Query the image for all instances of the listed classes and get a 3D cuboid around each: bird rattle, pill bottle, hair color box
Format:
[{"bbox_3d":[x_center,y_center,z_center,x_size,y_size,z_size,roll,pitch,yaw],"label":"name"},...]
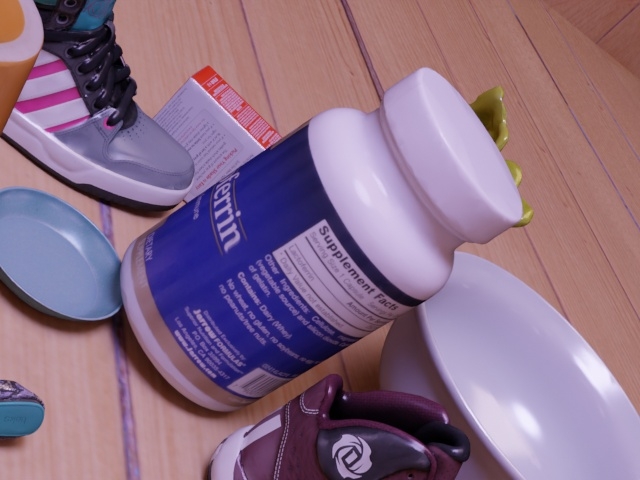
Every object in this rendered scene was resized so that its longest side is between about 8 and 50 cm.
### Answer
[{"bbox_3d":[0.081,-0.076,1.187,0.207,0.254,0.143,-33,121,-39],"label":"bird rattle"},{"bbox_3d":[0.000,0.000,0.824,0.153,0.265,0.153,47,22,-26],"label":"pill bottle"},{"bbox_3d":[-0.075,-0.062,1.025,0.167,0.093,0.053,45,25,-5],"label":"hair color box"}]

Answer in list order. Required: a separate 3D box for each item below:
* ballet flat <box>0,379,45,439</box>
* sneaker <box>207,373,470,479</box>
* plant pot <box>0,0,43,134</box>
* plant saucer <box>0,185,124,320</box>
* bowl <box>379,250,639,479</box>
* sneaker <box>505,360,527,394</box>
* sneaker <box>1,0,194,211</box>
[{"bbox_3d":[-0.211,0.095,0.654,0.114,0.041,0.041,12,42,-51],"label":"ballet flat"},{"bbox_3d":[0.063,0.208,0.760,0.281,0.162,0.106,48,25,3],"label":"sneaker"},{"bbox_3d":[-0.262,-0.084,0.649,0.205,0.188,0.205,36,27,-22],"label":"plant pot"},{"bbox_3d":[-0.191,0.014,0.814,0.119,0.021,0.119,35,28,-22],"label":"plant saucer"},{"bbox_3d":[0.150,0.164,0.992,0.298,0.134,0.297,34,29,-22],"label":"bowl"},{"bbox_3d":[0.121,0.074,1.160,0.225,0.088,0.093,47,27,23],"label":"sneaker"},{"bbox_3d":[-0.182,-0.160,0.898,0.296,0.178,0.123,35,27,-25],"label":"sneaker"}]
